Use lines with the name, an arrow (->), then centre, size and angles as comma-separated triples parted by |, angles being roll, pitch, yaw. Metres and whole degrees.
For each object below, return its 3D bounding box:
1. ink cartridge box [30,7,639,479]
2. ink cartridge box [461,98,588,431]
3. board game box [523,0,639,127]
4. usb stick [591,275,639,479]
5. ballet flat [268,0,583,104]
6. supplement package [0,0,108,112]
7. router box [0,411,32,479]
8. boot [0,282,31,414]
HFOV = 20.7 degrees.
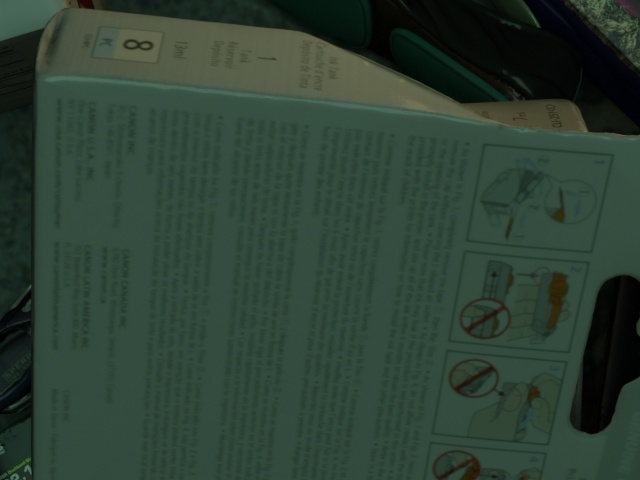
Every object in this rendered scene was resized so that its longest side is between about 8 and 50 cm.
ink cartridge box -> 0.021, 0.031, 1.051 | 0.385, 0.091, 0.308 | 5, 124, -3
ink cartridge box -> 0.039, 0.060, 1.144 | 0.261, 0.066, 0.296 | -2, 114, 1
board game box -> 0.267, -0.237, 1.168 | 0.232, 0.141, 0.291 | 44, 90, 2
usb stick -> 0.211, 0.057, 1.057 | 0.077, 0.045, 0.278 | 13, 123, 17
ballet flat -> 0.058, -0.162, 1.193 | 0.280, 0.095, 0.096 | 36, 66, 14
supplement package -> -0.220, -0.165, 1.123 | 0.134, 0.244, 0.139 | -16, 89, 1
router box -> -0.171, 0.154, 1.216 | 0.122, 0.038, 0.092 | -34, 88, 0
boot -> -0.169, 0.047, 1.195 | 0.069, 0.086, 0.190 | 40, 90, 2
